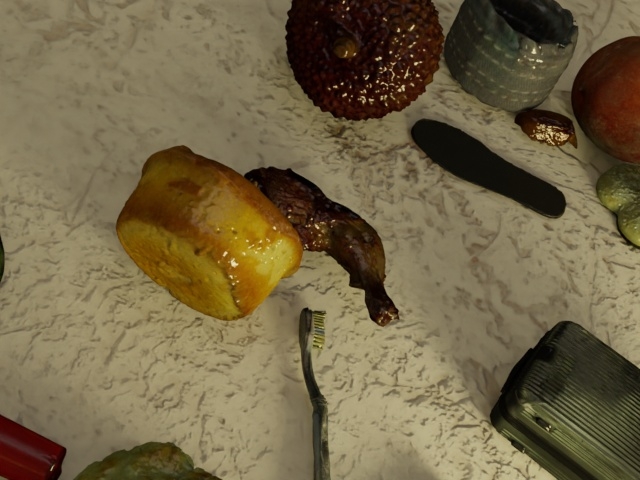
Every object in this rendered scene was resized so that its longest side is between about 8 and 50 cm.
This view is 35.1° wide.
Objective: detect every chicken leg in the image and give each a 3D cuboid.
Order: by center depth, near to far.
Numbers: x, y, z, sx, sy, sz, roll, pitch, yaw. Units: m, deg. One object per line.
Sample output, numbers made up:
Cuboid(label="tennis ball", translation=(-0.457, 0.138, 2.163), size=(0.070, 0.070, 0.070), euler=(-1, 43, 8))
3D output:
Cuboid(label="chicken leg", translation=(0.007, -0.003, 1.531), size=(0.322, 0.083, 0.177), euler=(36, 33, 4))

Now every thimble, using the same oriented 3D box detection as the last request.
Cuboid(label="thimble", translation=(0.355, -0.371, 1.883), size=(0.205, 0.172, 0.236), euler=(-5, 52, -26))

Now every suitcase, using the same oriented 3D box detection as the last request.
Cuboid(label="suitcase", translation=(0.419, 0.275, 1.490), size=(0.312, 0.128, 0.202), euler=(38, 52, 8))

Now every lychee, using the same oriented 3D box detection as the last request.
Cuboid(label="lychee", translation=(0.075, -0.340, 1.703), size=(0.276, 0.275, 0.304), euler=(34, 21, 4))

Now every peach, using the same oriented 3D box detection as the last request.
Cuboid(label="peach", translation=(0.586, -0.257, 1.859), size=(0.253, 0.252, 0.252), euler=(10, 54, -14))

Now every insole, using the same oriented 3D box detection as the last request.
Cuboid(label="insole", translation=(0.300, -0.127, 1.799), size=(0.310, 0.012, 0.110), euler=(26, 51, -2))

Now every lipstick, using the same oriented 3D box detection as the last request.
Cuboid(label="lipstick", translation=(-0.446, 0.224, 1.237), size=(0.280, 0.073, 0.073), euler=(26, 52, 0))

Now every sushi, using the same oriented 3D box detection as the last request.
Cuboid(label="sushi", translation=(0.422, -0.205, 1.873), size=(0.120, 0.055, 0.052), euler=(9, 43, -7))

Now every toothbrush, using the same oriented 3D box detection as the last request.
Cuboid(label="toothbrush", translation=(-0.001, 0.272, 1.393), size=(0.042, 0.035, 0.413), euler=(9, 54, -18))

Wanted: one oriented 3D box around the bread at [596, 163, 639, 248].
Cuboid(label="bread", translation=(0.648, -0.042, 1.847), size=(0.287, 0.056, 0.207), euler=(4, 54, -17))

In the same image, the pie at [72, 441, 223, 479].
Cuboid(label="pie", translation=(-0.196, 0.379, 1.206), size=(0.274, 0.105, 0.257), euler=(34, 61, 5))

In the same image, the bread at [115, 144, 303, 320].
Cuboid(label="bread", translation=(-0.162, -0.007, 1.398), size=(0.268, 0.268, 0.145), euler=(32, 62, 3))

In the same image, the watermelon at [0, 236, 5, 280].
Cuboid(label="watermelon", translation=(-0.506, -0.004, 1.388), size=(0.119, 0.063, 0.245), euler=(-33, 77, -16))
